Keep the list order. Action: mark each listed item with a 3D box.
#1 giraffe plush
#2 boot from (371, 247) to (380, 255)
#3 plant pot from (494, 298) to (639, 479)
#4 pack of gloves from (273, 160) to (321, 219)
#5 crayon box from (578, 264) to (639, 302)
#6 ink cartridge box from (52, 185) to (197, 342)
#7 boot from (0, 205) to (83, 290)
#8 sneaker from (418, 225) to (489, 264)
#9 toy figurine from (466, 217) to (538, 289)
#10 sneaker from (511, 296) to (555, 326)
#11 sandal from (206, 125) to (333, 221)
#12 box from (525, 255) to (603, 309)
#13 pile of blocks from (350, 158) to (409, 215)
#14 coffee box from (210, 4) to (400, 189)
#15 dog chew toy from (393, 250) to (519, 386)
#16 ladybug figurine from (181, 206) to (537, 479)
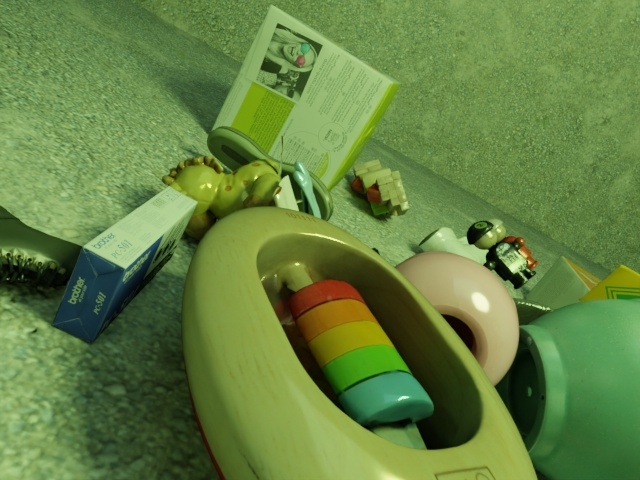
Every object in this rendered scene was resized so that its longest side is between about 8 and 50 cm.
[{"bbox_3d":[-0.145,-0.056,0.713,0.171,0.210,0.181,2,-3,-7],"label":"giraffe plush"},{"bbox_3d":[0.116,0.066,0.934,0.099,0.045,0.121,35,29,16],"label":"boot"},{"bbox_3d":[0.355,0.213,0.655,0.197,0.292,0.293,8,24,-3],"label":"plant pot"},{"bbox_3d":[0.000,0.000,0.719,0.046,0.231,0.195,-9,25,13],"label":"pack of gloves"},{"bbox_3d":[0.626,0.231,0.734,0.363,0.106,0.313,39,13,-12],"label":"crayon box"},{"bbox_3d":[-0.208,0.015,0.538,0.046,0.097,0.207,29,21,-7],"label":"ink cartridge box"},{"bbox_3d":[-0.299,0.024,0.437,0.137,0.076,0.197,29,22,-21],"label":"boot"},{"bbox_3d":[0.383,0.051,1.286,0.297,0.111,0.129,5,49,-42],"label":"sneaker"},{"bbox_3d":[0.332,0.060,1.008,0.148,0.209,0.213,49,25,13],"label":"toy figurine"},{"bbox_3d":[0.443,0.216,0.950,0.448,0.169,0.257,30,9,-13],"label":"sneaker"},{"bbox_3d":[-0.113,-0.116,0.974,0.303,0.120,0.086,31,49,4],"label":"sandal"},{"bbox_3d":[0.702,0.211,1.234,0.215,0.168,0.345,32,21,0],"label":"box"},{"bbox_3d":[0.156,-0.140,1.399,0.113,0.148,0.362,-15,17,0],"label":"pile of blocks"},{"bbox_3d":[-0.021,-0.355,1.273,0.335,0.338,0.337,33,22,1],"label":"coffee box"},{"bbox_3d":[0.179,0.107,0.739,0.207,0.206,0.332,33,13,5],"label":"dog chew toy"},{"bbox_3d":[0.013,0.140,0.454,0.305,0.161,0.449,11,31,-32],"label":"ladybug figurine"}]
